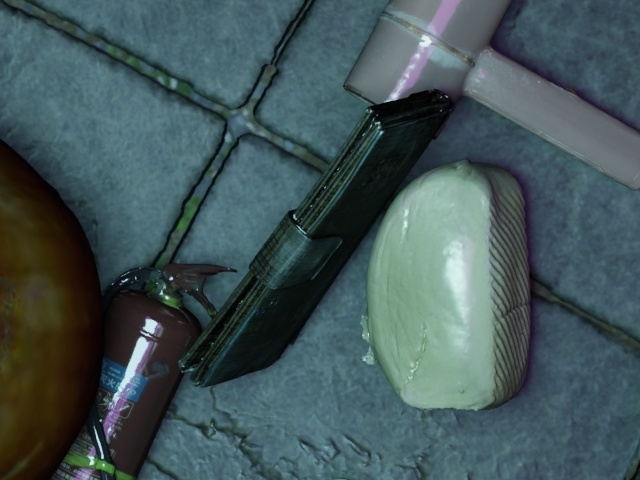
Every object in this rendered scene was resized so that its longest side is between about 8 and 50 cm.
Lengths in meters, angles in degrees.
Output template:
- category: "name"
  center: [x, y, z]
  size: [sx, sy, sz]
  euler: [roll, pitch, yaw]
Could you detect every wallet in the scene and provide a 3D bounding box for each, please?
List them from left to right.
- category: "wallet"
  center: [0.001, 0.001, 1.768]
  size: [0.044, 0.169, 0.317]
  euler: [42, 114, 14]

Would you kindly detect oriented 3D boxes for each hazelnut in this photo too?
- category: "hazelnut"
  center: [-0.385, 0.060, 1.715]
  size: [0.402, 0.402, 0.429]
  euler: [-31, 72, 1]

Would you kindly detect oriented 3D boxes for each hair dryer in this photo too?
- category: "hair dryer"
  center: [0.213, -0.143, 1.858]
  size: [0.344, 0.107, 0.189]
  euler: [29, 92, -9]

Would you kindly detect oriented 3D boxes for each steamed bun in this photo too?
- category: "steamed bun"
  center: [0.109, 0.045, 1.823]
  size: [0.153, 0.170, 0.238]
  euler: [-3, 93, 19]

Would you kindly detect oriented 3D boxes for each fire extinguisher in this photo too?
- category: "fire extinguisher"
  center: [-0.187, 0.164, 1.846]
  size: [0.141, 0.105, 0.341]
  euler: [26, 92, 27]

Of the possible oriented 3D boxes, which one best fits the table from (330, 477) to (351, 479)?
- category: "table"
  center: [0.063, 0.318, 1.834]
  size: [0.198, 0.166, 0.166]
  euler: [28, 91, 7]
